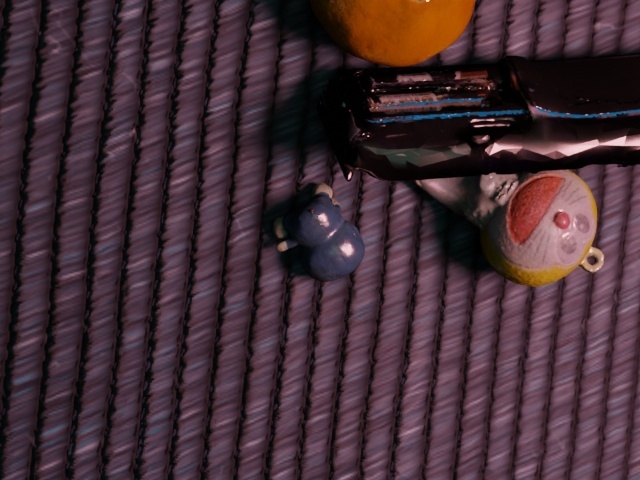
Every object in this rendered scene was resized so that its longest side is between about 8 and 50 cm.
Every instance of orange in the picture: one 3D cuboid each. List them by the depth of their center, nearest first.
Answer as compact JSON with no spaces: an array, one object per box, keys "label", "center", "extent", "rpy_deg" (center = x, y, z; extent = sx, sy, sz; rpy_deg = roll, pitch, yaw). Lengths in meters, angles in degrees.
[{"label":"orange","center":[0.068,-0.234,1.296],"extent":[0.159,0.136,0.158],"rpy_deg":[0,91,-17]}]

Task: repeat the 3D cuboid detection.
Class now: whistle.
[{"label":"whistle","center":[0.173,-0.038,1.361],"extent":[0.223,0.123,0.123],"rpy_deg":[34,86,-1]}]

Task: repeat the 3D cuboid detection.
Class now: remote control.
[{"label":"remote control","center":[0.201,-0.124,1.350],"extent":[0.399,0.144,0.062],"rpy_deg":[-5,135,-14]}]

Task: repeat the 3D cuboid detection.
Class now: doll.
[{"label":"doll","center":[0.000,0.000,1.347],"extent":[0.076,0.050,0.083],"rpy_deg":[-37,105,-5]}]
